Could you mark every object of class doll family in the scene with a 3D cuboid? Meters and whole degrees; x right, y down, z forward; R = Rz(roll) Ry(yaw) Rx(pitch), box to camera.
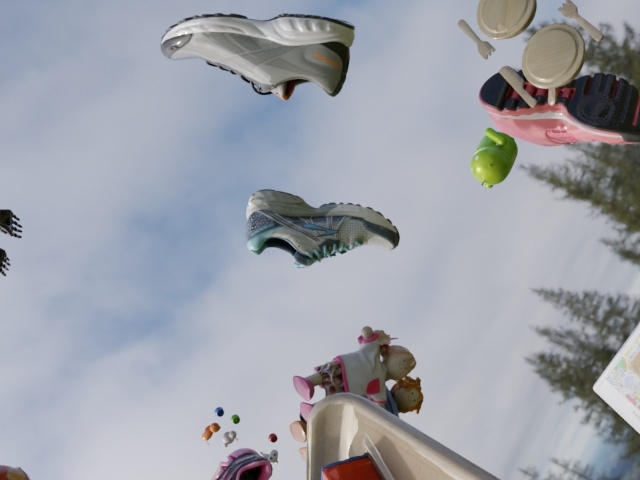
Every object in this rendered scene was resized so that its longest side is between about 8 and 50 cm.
[{"bbox_3d":[0.056,0.222,0.934,0.163,0.118,0.262,-16,-87,-28],"label":"doll family"}]

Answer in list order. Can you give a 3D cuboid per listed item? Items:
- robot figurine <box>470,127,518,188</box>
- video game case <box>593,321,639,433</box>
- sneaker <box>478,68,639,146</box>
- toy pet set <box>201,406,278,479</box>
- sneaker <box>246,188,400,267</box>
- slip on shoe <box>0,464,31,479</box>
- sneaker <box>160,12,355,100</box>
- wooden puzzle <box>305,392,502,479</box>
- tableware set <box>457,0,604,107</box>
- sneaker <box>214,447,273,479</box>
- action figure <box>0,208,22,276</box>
[{"bbox_3d":[0.290,-0.137,1.412,0.115,0.067,0.101,-56,-17,-46],"label":"robot figurine"},{"bbox_3d":[0.420,0.167,0.911,0.026,0.206,0.227,-25,-33,-32],"label":"video game case"},{"bbox_3d":[0.446,-0.223,1.516,0.116,0.314,0.136,-63,-30,-19],"label":"sneaker"},{"bbox_3d":[-0.123,0.333,1.280,0.122,0.065,0.114,31,-97,-28],"label":"toy pet set"},{"bbox_3d":[0.000,0.000,1.527,0.110,0.283,0.122,92,-173,-66],"label":"sneaker"},{"bbox_3d":[-0.393,0.317,0.910,0.101,0.123,0.331,6,-33,-34],"label":"slip on shoe"},{"bbox_3d":[-0.090,-0.240,1.106,0.100,0.272,0.108,-21,-64,-67],"label":"sneaker"},{"bbox_3d":[0.085,0.315,0.610,0.081,0.348,0.322,-7,-75,-36],"label":"wooden puzzle"},{"bbox_3d":[0.281,-0.273,1.122,0.039,0.194,0.128,13,-52,-49],"label":"tableware set"},{"bbox_3d":[-0.082,0.230,0.724,0.047,0.057,0.119,45,-118,-17],"label":"sneaker"},{"bbox_3d":[-0.601,0.027,1.280,0.141,0.276,0.164,75,-169,-56],"label":"action figure"}]
